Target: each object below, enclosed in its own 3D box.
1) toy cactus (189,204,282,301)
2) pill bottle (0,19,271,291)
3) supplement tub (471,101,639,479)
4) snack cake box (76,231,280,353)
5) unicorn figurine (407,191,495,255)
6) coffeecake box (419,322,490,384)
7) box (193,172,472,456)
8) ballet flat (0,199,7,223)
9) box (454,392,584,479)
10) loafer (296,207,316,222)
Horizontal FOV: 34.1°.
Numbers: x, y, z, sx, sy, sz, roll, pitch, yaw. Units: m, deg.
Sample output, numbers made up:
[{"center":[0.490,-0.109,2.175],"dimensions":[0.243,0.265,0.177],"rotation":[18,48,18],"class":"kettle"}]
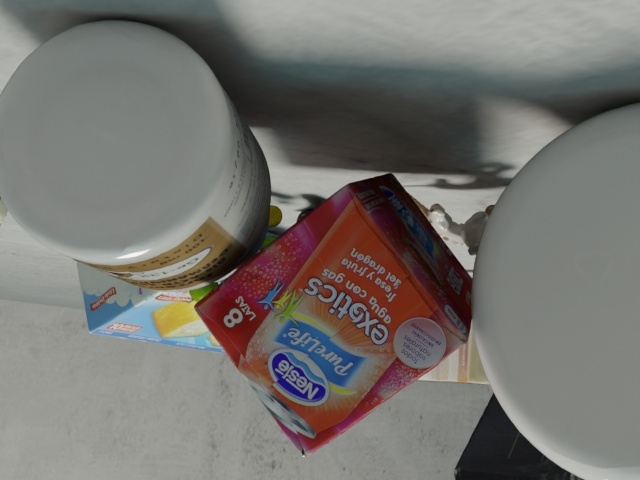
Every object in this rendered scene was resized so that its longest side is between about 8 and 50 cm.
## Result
[{"center":[-0.114,-0.017,0.950],"dimensions":[0.219,0.112,0.180],"rotation":[15,149,-12],"class":"toy cactus"},{"center":[-0.099,-0.036,0.647],"dimensions":[0.131,0.131,0.229],"rotation":[4,171,7],"class":"pill bottle"},{"center":[0.268,0.053,0.685],"dimensions":[0.228,0.228,0.316],"rotation":[-2,168,39],"class":"supplement tub"},{"center":[-0.124,0.052,1.185],"dimensions":[0.152,0.089,0.264],"rotation":[-28,155,27],"class":"snack cake box"},{"center":[0.148,-0.016,0.847],"dimensions":[0.161,0.060,0.111],"rotation":[2,177,0],"class":"unicorn figurine"},{"center":[0.192,0.140,1.556],"dimensions":[0.068,0.142,0.185],"rotation":[10,170,-30],"class":"coffeecake box"},{"center":[0.024,0.038,0.742],"dimensions":[0.128,0.123,0.257],"rotation":[-38,178,11],"class":"box"},{"center":[-0.354,-0.029,1.056],"dimensions":[0.074,0.074,0.203],"rotation":[9,168,-20],"class":"ballet flat"},{"center":[0.424,0.244,1.012],"dimensions":[0.471,0.298,0.480],"rotation":[3,-159,23],"class":"box"},{"center":[0.000,0.000,1.054],"dimensions":[0.061,0.062,0.170],"rotation":[7,171,18],"class":"loafer"}]
